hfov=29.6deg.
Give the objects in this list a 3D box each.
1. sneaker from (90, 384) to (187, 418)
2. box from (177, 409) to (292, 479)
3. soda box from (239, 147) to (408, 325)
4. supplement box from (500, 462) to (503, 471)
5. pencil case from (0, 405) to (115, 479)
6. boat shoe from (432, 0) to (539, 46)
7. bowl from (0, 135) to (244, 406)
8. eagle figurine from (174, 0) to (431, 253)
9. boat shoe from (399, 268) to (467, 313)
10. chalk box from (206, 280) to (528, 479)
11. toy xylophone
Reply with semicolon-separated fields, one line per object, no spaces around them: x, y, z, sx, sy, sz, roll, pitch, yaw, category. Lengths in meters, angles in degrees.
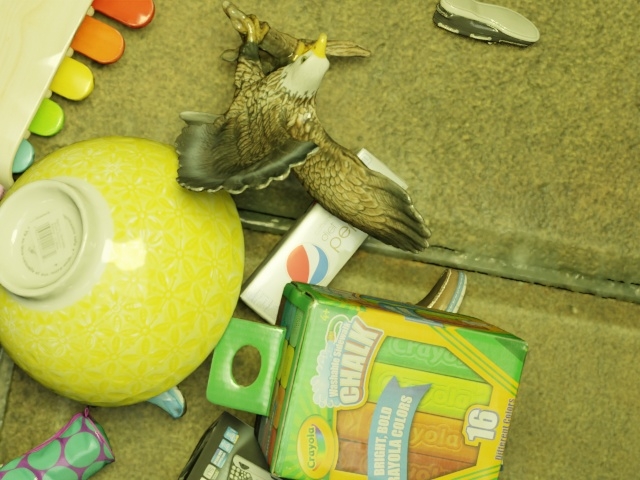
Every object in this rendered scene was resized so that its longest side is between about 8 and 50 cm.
-0.221;0.156;1.324;0.162;0.063;0.073;28;79;2;sneaker
-0.077;0.370;1.262;0.242;0.076;0.307;34;53;-6;box
0.000;0.000;1.351;0.069;0.074;0.216;41;85;-6;soda box
0.159;0.221;1.379;0.083;0.056;0.083;-5;90;-8;supplement box
-0.300;0.246;1.311;0.152;0.064;0.070;-30;98;-8;pencil case
0.191;-0.248;1.400;0.125;0.038;0.046;15;45;-13;boat shoe
-0.238;0.014;1.212;0.289;0.156;0.289;-6;73;22;bowl
-0.033;-0.108;1.223;0.226;0.225;0.298;-13;56;1;eagle figurine
0.096;0.101;1.368;0.066;0.066;0.183;35;85;-5;boat shoe
0.033;0.148;1.234;0.289;0.179;0.180;11;92;-10;chalk box
-0.341;-0.221;1.300;0.236;0.081;0.322;34;87;7;toy xylophone
